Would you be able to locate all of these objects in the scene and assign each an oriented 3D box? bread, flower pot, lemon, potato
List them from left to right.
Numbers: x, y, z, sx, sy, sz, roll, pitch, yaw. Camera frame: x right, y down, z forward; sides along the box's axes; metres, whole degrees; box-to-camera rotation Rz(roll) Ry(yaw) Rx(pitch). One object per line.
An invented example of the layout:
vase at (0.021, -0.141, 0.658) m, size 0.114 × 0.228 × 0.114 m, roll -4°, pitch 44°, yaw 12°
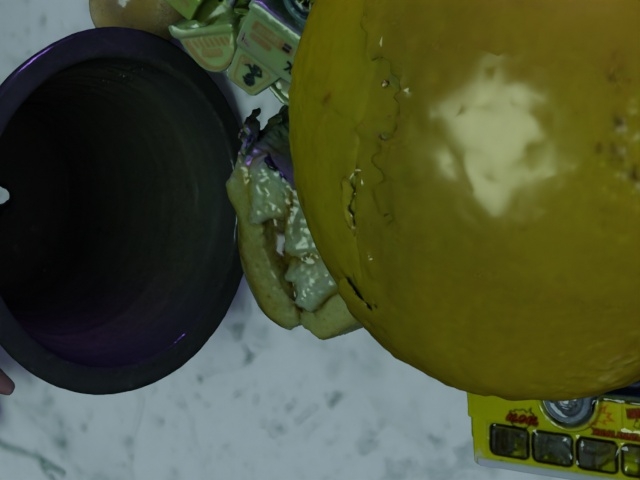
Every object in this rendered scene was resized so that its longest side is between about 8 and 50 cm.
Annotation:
flower pot at (-0.174, -0.022, 1.203) m, size 0.148 × 0.235 × 0.235 m, roll 6°, pitch 106°, yaw 47°
potato at (-0.123, -0.169, 1.207) m, size 0.068 × 0.062 × 0.083 m, roll -12°, pitch 129°, yaw 2°
bread at (-0.004, -0.003, 1.174) m, size 0.156 × 0.103 × 0.110 m, roll 46°, pitch 130°, yaw 16°
lemon at (0.120, -0.060, 0.985) m, size 0.297 × 0.297 × 0.297 m, roll 7°, pitch 106°, yaw 25°

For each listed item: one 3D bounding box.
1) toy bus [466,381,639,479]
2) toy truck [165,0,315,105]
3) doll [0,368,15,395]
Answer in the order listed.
toy bus at (0.203, 0.110, 1.099) m, size 0.226 × 0.081 × 0.074 m, roll 5°, pitch 106°, yaw 26°
toy truck at (-0.027, -0.147, 1.152) m, size 0.191 × 0.085 × 0.116 m, roll 40°, pitch 120°, yaw 11°
doll at (-0.329, 0.071, 1.339) m, size 0.262 × 0.093 × 0.211 m, roll -20°, pitch 123°, yaw 38°
